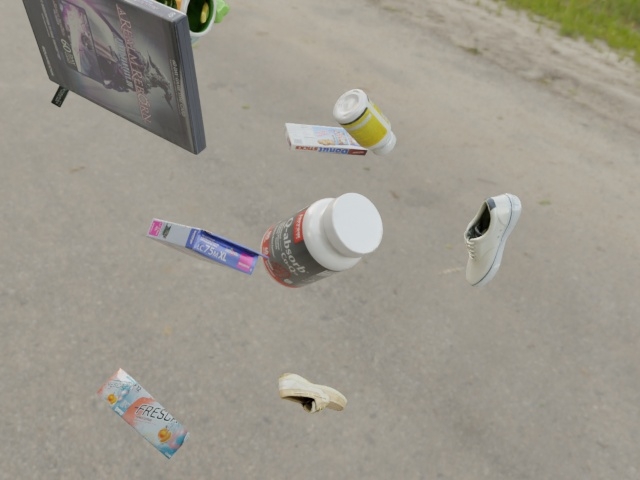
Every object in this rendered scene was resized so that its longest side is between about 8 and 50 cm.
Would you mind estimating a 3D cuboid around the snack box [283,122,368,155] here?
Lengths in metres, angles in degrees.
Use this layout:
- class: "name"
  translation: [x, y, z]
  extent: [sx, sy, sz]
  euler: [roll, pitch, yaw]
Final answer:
- class: "snack box"
  translation: [0.012, -0.214, 1.510]
  extent: [0.178, 0.022, 0.064]
  euler: [1, 51, -24]

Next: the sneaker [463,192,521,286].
- class: "sneaker"
  translation: [0.372, -0.001, 1.641]
  extent: [0.091, 0.258, 0.094]
  euler: [1, 35, -18]

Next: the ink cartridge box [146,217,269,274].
- class: "ink cartridge box"
  translation: [-0.288, 0.017, 1.786]
  extent: [0.185, 0.065, 0.311]
  euler: [27, -12, -38]

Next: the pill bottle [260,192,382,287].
- class: "pill bottle"
  translation: [0.000, 0.000, 2.026]
  extent: [0.210, 0.363, 0.210]
  euler: [13, 67, -32]

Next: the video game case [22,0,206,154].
- class: "video game case"
  translation: [-0.264, -0.236, 0.886]
  extent: [0.274, 0.196, 0.026]
  euler: [28, 55, 21]

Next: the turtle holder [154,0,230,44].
- class: "turtle holder"
  translation: [-0.374, -0.573, 1.763]
  extent: [0.227, 0.244, 0.320]
  euler: [19, -7, 20]

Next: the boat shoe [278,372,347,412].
- class: "boat shoe"
  translation: [-0.019, 0.334, 1.493]
  extent: [0.170, 0.063, 0.059]
  euler: [26, 50, -24]

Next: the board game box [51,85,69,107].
- class: "board game box"
  translation: [-0.564, -0.409, 1.652]
  extent: [0.026, 0.186, 0.126]
  euler: [30, 47, -21]

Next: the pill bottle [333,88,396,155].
- class: "pill bottle"
  translation: [0.077, -0.193, 1.185]
  extent: [0.116, 0.065, 0.065]
  euler: [40, 9, -41]

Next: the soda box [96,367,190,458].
- class: "soda box"
  translation: [-0.298, 0.297, 1.209]
  extent: [0.063, 0.183, 0.058]
  euler: [25, 65, 42]
